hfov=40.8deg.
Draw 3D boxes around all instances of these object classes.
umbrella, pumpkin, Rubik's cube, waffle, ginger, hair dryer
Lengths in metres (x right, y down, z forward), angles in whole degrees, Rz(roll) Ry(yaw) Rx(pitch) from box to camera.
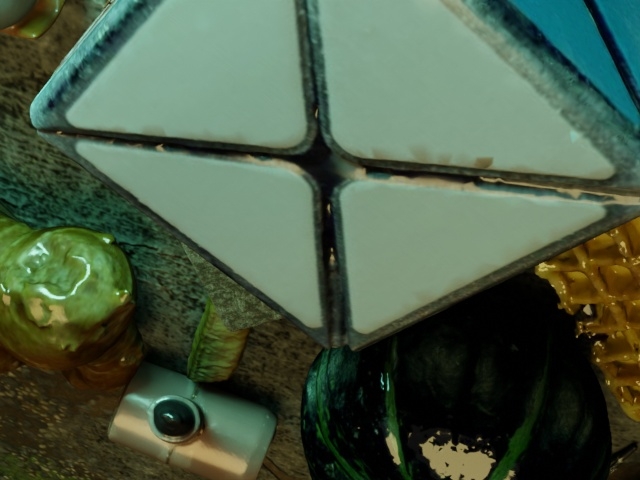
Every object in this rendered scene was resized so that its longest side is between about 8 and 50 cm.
[{"bbox_3d":[0.287,0.302,1.015,0.044,0.044,0.269,43,129,13],"label":"umbrella"},{"bbox_3d":[0.124,0.193,0.812,0.315,0.238,0.315,14,136,14],"label":"pumpkin"},{"bbox_3d":[0.033,-0.127,0.511,0.260,0.259,0.254,38,136,-23],"label":"Rubik's cube"},{"bbox_3d":[0.299,0.059,0.708,0.283,0.065,0.309,25,145,8],"label":"waffle"},{"bbox_3d":[-0.343,0.060,0.932,0.357,0.153,0.274,12,156,11],"label":"ginger"},{"bbox_3d":[-0.139,0.203,0.930,0.189,0.107,0.344,22,168,-2],"label":"hair dryer"}]

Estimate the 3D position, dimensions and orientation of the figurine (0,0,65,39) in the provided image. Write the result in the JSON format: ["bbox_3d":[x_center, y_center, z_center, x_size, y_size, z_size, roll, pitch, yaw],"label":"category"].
[{"bbox_3d":[-0.286,-0.214,0.636,0.271,0.143,0.143,-1,133,19],"label":"figurine"}]

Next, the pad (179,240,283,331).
[{"bbox_3d":[0.000,0.000,0.770,0.234,0.003,0.158,-16,129,7],"label":"pad"}]

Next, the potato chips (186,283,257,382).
[{"bbox_3d":[-0.093,0.059,0.878,0.057,0.080,0.407,7,139,-11],"label":"potato chips"}]
